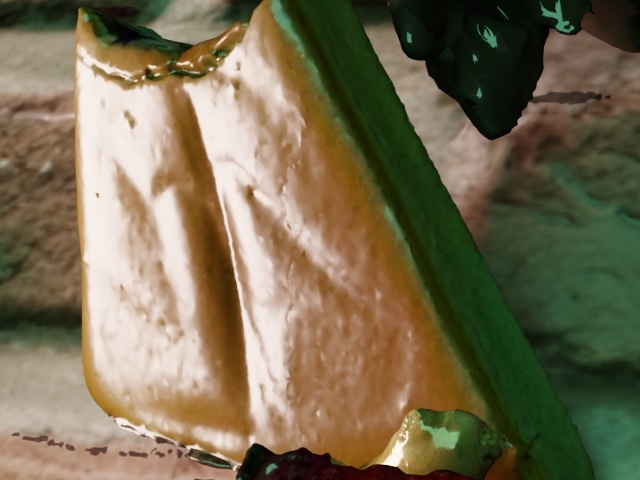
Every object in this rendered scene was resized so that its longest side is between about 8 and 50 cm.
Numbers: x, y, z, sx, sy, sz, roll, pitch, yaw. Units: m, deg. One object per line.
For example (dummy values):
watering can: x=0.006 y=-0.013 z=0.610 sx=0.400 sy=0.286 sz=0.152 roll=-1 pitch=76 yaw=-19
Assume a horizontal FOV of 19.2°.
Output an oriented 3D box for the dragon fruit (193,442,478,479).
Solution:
dragon fruit: x=0.060 y=0.175 z=0.600 sx=0.274 sy=0.126 sz=0.161 roll=9 pitch=44 yaw=26

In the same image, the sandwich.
sandwich: x=0.000 y=0.000 z=0.788 sx=0.245 sy=0.212 sz=0.063 roll=12 pitch=22 yaw=31

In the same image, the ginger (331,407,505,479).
ginger: x=0.078 y=0.151 z=0.724 sx=0.176 sy=0.052 sz=0.193 roll=-28 pitch=85 yaw=31

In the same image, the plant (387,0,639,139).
plant: x=0.075 y=-0.211 z=0.871 sx=0.194 sy=0.181 sz=0.320 roll=7 pitch=45 yaw=-17
